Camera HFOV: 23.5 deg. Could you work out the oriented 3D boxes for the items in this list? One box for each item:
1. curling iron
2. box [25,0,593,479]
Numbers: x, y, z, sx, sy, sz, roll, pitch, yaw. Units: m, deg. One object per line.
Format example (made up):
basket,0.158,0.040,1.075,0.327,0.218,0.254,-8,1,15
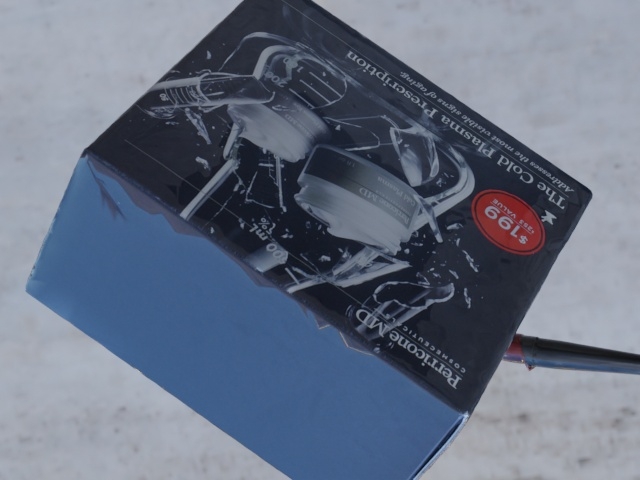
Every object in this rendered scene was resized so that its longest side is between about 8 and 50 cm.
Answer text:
curling iron,0.192,0.117,1.497,0.274,0.035,0.068,3,-141,16
box,0.000,0.000,1.260,0.343,0.179,0.312,34,-136,3
